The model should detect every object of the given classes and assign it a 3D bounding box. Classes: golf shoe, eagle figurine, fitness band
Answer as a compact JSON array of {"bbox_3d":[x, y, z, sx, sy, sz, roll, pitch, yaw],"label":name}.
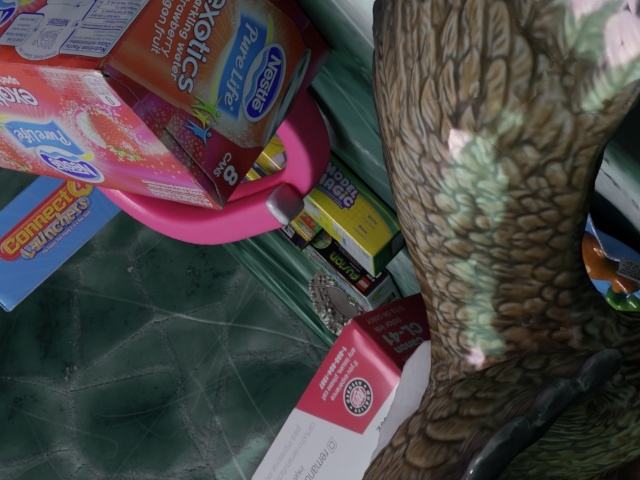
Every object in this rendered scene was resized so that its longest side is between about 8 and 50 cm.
[{"bbox_3d":[0.057,0.103,1.646,0.176,0.069,0.086,45,180,16],"label":"golf shoe"},{"bbox_3d":[0.076,0.041,0.486,0.298,0.225,0.226,40,-176,-45],"label":"eagle figurine"},{"bbox_3d":[-0.113,-0.090,1.058,0.209,0.054,0.291,48,150,-18],"label":"fitness band"}]

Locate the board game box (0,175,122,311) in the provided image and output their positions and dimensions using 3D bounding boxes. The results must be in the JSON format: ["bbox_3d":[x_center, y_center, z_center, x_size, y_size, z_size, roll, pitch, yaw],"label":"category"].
[{"bbox_3d":[-0.272,-0.065,1.591,0.086,0.308,0.302,48,173,-10],"label":"board game box"}]

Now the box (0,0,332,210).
[{"bbox_3d":[-0.139,-0.116,0.847,0.257,0.128,0.122,11,150,45],"label":"box"}]

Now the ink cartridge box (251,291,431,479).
[{"bbox_3d":[0.112,0.228,1.166,0.131,0.226,0.306,-12,-129,-47],"label":"ink cartridge box"}]

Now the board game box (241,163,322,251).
[{"bbox_3d":[-0.057,-0.070,1.330,0.170,0.048,0.141,46,172,0],"label":"board game box"}]

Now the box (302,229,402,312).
[{"bbox_3d":[0.000,0.000,1.459,0.207,0.036,0.114,43,174,24],"label":"box"}]

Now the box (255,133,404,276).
[{"bbox_3d":[-0.007,-0.051,1.138,0.179,0.043,0.105,42,174,9],"label":"box"}]

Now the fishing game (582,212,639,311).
[{"bbox_3d":[0.129,0.023,0.701,0.264,0.041,0.189,42,173,7],"label":"fishing game"}]
